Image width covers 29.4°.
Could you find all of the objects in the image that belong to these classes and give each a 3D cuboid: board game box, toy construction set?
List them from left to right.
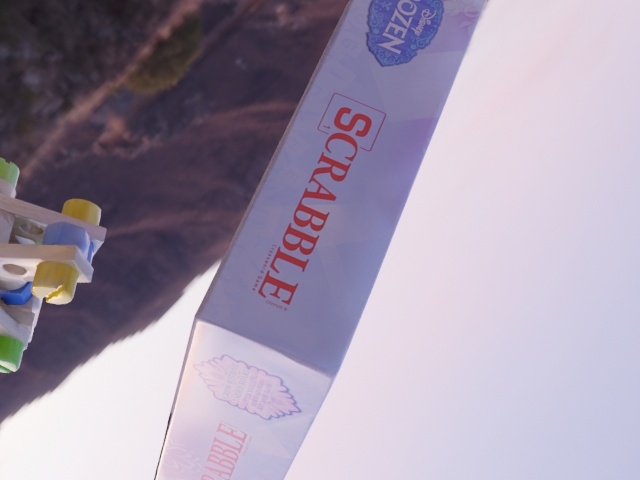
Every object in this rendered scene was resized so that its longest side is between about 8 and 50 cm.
[{"bbox_3d":[-0.328,-0.006,0.904,0.215,0.327,0.151,121,-6,-60],"label":"toy construction set"},{"bbox_3d":[0.000,0.000,0.688,0.318,0.065,0.319,112,1,-56],"label":"board game box"}]
